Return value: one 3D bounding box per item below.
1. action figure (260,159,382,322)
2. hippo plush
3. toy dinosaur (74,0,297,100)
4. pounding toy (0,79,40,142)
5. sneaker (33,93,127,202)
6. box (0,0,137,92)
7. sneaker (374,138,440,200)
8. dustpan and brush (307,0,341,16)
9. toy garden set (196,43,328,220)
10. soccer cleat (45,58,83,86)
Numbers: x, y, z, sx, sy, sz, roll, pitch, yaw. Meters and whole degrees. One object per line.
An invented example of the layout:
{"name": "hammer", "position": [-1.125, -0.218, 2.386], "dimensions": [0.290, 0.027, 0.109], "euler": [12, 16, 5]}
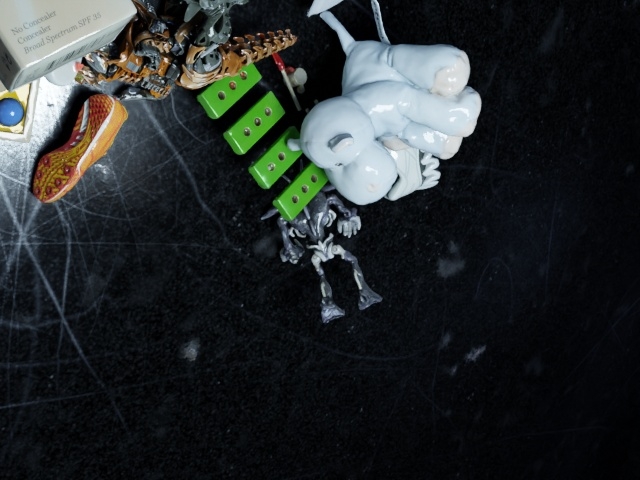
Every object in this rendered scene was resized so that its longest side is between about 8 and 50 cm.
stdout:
{"name": "action figure", "position": [0.000, 0.000, 1.317], "dimensions": [0.164, 0.141, 0.276], "euler": [-22, 87, 0]}
{"name": "hippo plush", "position": [0.091, -0.191, 1.149], "dimensions": [0.237, 0.234, 0.294], "euler": [-51, 120, -28]}
{"name": "toy dinosaur", "position": [-0.188, -0.287, 1.028], "dimensions": [0.322, 0.164, 0.218], "euler": [-31, 154, -43]}
{"name": "pounding toy", "position": [-0.404, -0.195, 0.888], "dimensions": [0.130, 0.100, 0.141], "euler": [3, 109, -42]}
{"name": "sneaker", "position": [-0.325, -0.118, 1.027], "dimensions": [0.175, 0.064, 0.067], "euler": [-49, 163, 3]}
{"name": "box", "position": [-0.343, -0.330, 0.773], "dimensions": [0.148, 0.121, 0.311], "euler": [-38, 105, -24]}
{"name": "sneaker", "position": [0.139, -0.198, 1.369], "dimensions": [0.118, 0.110, 0.292], "euler": [-30, 128, -16]}
{"name": "dustpan and brush", "position": [0.058, -0.448, 1.184], "dimensions": [0.211, 0.060, 0.147], "euler": [-30, 164, -36]}
{"name": "toy garden set", "position": [-0.067, -0.189, 1.204], "dimensions": [0.204, 0.049, 0.244], "euler": [-49, 118, -29]}
{"name": "soccer cleat", "position": [-0.327, -0.282, 0.901], "dimensions": [0.068, 0.076, 0.197], "euler": [-8, 97, -66]}
